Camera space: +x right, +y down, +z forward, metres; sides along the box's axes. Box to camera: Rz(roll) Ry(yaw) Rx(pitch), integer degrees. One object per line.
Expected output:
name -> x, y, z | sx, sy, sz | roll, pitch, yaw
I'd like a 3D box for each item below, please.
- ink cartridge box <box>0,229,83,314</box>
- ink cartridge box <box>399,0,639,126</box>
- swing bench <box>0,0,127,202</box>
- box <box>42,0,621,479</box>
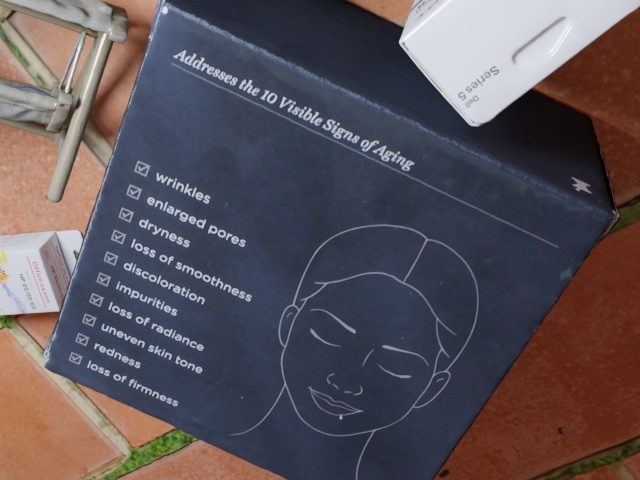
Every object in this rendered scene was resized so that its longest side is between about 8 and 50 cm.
ink cartridge box -> -0.429, 0.048, 1.264 | 0.181, 0.061, 0.104 | -5, 116, 13
ink cartridge box -> 0.198, -0.252, 0.861 | 0.198, 0.273, 0.115 | -38, 104, 25
swing bench -> -0.389, -0.214, 1.020 | 0.253, 0.165, 0.254 | 16, 121, -25
box -> 0.000, 0.000, 1.020 | 0.480, 0.297, 0.472 | 26, 121, -2
